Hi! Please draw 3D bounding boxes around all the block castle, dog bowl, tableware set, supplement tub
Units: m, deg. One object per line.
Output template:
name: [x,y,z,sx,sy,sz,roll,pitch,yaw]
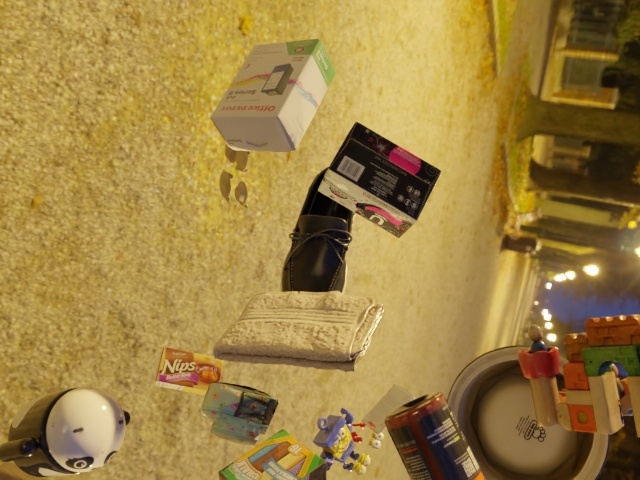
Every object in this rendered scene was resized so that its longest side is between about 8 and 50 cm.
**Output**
block castle: [0.647,0.240,1.218,0.302,0.453,0.213,-4,83,-37]
dog bowl: [0.547,0.488,1.654,0.150,0.407,0.408,26,78,-63]
tableware set: [-0.196,-0.159,1.429,0.020,0.141,0.169,-4,116,-31]
supplement tub: [0.183,0.342,0.951,0.198,0.106,0.106,65,17,11]

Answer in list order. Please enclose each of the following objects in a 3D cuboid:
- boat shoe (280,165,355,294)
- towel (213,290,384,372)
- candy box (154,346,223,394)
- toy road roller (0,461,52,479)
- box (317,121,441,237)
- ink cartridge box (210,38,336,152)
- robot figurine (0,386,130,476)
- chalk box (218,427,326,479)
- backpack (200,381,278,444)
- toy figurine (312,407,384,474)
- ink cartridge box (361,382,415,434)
boat shoe: [0.000,0.000,1.717,0.156,0.186,0.501,84,19,-57]
towel: [-0.037,0.157,1.118,0.187,0.282,0.049,-53,137,-56]
candy box: [-0.393,0.394,1.866,0.053,0.186,0.109,129,-27,-53]
toy road roller: [-0.732,0.692,1.393,0.241,0.202,0.330,-59,172,-65]
box: [0.143,-0.146,1.553,0.163,0.247,0.142,-60,180,-21]
ink cartridge box: [-0.086,-0.273,1.170,0.093,0.154,0.213,57,48,-47]
robot figurine: [-0.528,0.400,1.288,0.174,0.278,0.209,53,38,-24]
chalk box: [-0.145,0.668,1.618,0.288,0.179,0.180,-22,122,-38]
backpack: [-0.222,0.451,1.630,0.166,0.188,0.145,111,4,-66]
toy figurine: [0.017,0.646,1.939,0.362,0.191,0.217,-49,123,-34]
ink cartridge box: [0.152,0.374,1.362,0.115,0.062,0.029,-44,126,-14]
